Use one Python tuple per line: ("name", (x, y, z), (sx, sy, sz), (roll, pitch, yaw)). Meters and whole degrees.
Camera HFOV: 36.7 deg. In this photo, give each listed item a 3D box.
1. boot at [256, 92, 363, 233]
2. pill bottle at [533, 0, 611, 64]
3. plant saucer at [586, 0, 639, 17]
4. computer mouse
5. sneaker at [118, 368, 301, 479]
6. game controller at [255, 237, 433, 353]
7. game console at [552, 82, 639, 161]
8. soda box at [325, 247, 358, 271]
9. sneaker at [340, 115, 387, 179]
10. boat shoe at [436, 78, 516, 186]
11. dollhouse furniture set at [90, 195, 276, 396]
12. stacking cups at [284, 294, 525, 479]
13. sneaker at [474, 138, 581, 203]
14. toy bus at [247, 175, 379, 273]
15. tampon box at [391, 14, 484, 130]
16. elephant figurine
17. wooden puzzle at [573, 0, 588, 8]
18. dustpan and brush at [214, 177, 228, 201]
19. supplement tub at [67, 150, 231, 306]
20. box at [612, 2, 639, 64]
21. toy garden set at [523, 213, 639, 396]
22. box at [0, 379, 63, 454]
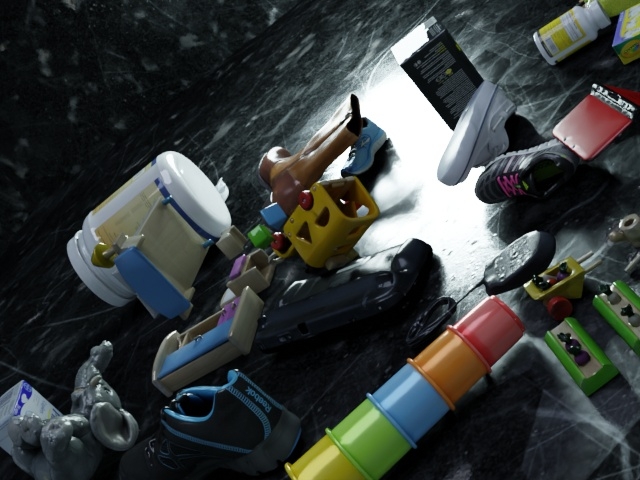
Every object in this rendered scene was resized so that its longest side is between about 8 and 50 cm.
("boot", (-0.024, -0.187, 1.917), (0.280, 0.096, 0.264), (-51, 16, 28))
("pill bottle", (0.421, -0.349, 1.611), (0.116, 0.065, 0.065), (-30, 25, 26))
("plant saucer", (0.541, -0.458, 1.618), (0.188, 0.045, 0.188), (-11, 37, 47))
("computer mouse", (0.208, 0.071, 1.240), (0.242, 0.041, 0.071), (-39, 22, 27))
("sneaker", (-0.183, 0.270, 1.375), (0.340, 0.140, 0.125), (-26, 23, 34))
("game controller", (0.032, 0.087, 1.488), (0.319, 0.067, 0.166), (-22, 15, 41))
("game console", (0.398, -0.150, 1.283), (0.144, 0.124, 0.085), (-108, 30, -66))
("soda box", (0.000, 0.000, 1.679), (0.058, 0.061, 0.181), (-43, 22, -2))
("sneaker", (0.069, -0.181, 1.885), (0.063, 0.073, 0.162), (-21, 30, 42))
("boat shoe", (0.256, -0.162, 1.512), (0.095, 0.084, 0.258), (-55, 4, 48))
("dollhouse furniture set", (-0.270, 0.064, 1.694), (0.198, 0.303, 0.286), (-30, 25, 26))
("stacking cups", (0.108, 0.193, 1.114), (0.316, 0.096, 0.096), (-40, 21, -3))
("sneaker", (0.287, -0.088, 1.353), (0.170, 0.063, 0.075), (-22, 23, 32))
("toy bus", (0.004, -0.005, 1.502), (0.191, 0.104, 0.202), (-34, -22, -2))
("tampon box", (0.220, -0.301, 1.733), (0.101, 0.161, 0.120), (-37, 23, 12))
("elephant figurine", (-0.399, 0.318, 1.664), (0.169, 0.186, 0.239), (20, 29, 29))
("wooden puzzle", (0.477, -0.416, 1.710), (0.078, 0.014, 0.116), (-33, 24, 23))
("dustpan and brush", (-0.262, -0.105, 2.324), (0.147, 0.060, 0.211), (-52, 23, -23))
("supplement tub", (-0.381, -0.022, 2.144), (0.316, 0.228, 0.228), (-38, 22, 11))
("box", (0.530, -0.339, 1.439), (0.179, 0.043, 0.105), (-21, 30, 39))
("toy garden set", (0.340, 0.032, 1.057), (0.244, 0.049, 0.204), (-39, 22, 8))
("box", (-0.556, 0.360, 1.851), (0.072, 0.137, 0.126), (-37, 22, 9))
